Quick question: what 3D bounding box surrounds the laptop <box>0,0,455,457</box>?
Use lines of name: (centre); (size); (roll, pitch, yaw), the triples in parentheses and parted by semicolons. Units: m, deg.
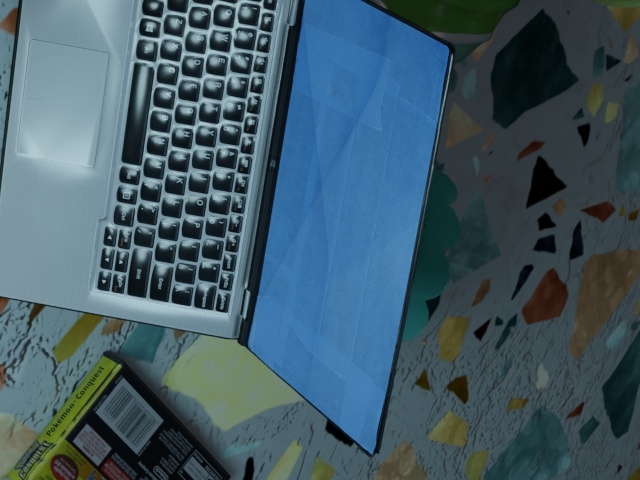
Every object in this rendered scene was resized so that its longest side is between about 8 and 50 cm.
laptop: (-0.109, -0.056, 1.786); (0.236, 0.407, 0.382); (-76, 176, -71)

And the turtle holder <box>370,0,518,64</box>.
turtle holder: (0.084, -0.286, 2.082); (0.227, 0.243, 0.320); (-54, -177, 28)

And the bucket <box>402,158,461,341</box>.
bucket: (0.000, 0.000, 2.151); (0.281, 0.183, 0.281); (-25, 128, -37)

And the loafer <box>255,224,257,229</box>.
loafer: (-0.104, -0.020, 1.986); (0.096, 0.267, 0.084); (-51, 158, -61)

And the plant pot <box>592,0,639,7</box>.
plant pot: (0.392, -0.449, 2.307); (0.254, 0.276, 0.276); (-41, 137, -42)

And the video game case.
video game case: (-0.239, 0.288, 2.160); (0.248, 0.035, 0.275); (-52, 140, -14)
